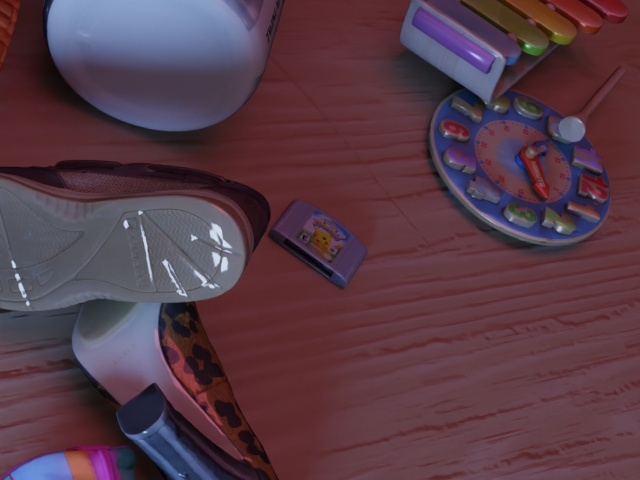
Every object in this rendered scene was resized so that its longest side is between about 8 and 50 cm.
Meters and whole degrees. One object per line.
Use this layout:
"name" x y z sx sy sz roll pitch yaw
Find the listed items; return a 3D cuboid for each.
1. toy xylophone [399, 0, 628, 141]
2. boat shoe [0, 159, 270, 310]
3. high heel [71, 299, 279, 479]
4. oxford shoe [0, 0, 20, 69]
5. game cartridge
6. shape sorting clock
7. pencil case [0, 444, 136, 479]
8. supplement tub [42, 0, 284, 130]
"toy xylophone" 0.225 -0.233 1.385 0.236 0.081 0.322 31 41 6
"boat shoe" -0.170 -0.009 0.939 0.285 0.102 0.092 0 16 23
"high heel" -0.100 0.121 0.979 0.186 0.093 0.261 54 7 -34
"oxford shoe" -0.296 -0.281 1.030 0.133 0.130 0.363 11 75 26
"game cartridge" 0.000 0.000 1.146 0.083 0.017 0.056 35 42 -1
"shape sorting clock" 0.206 -0.081 1.308 0.206 0.040 0.206 16 49 -19
"pencil case" -0.132 0.244 0.822 0.104 0.104 0.236 -7 59 -34
"supplement tub" -0.118 -0.267 1.164 0.194 0.193 0.316 23 48 -12
